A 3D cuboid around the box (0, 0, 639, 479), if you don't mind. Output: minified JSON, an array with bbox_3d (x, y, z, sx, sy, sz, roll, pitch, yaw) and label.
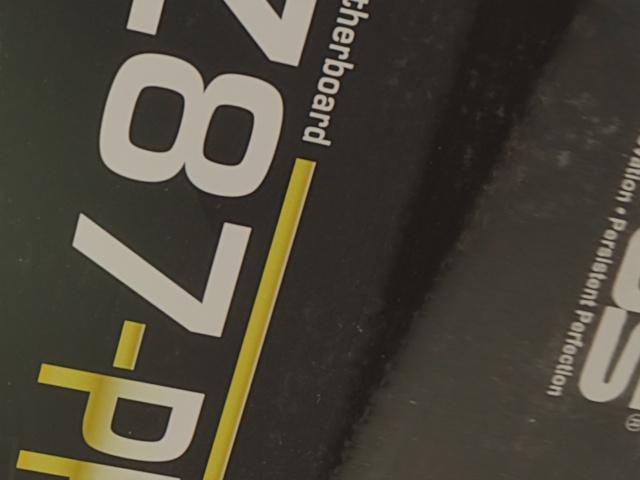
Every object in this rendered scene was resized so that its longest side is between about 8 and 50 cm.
[{"bbox_3d":[-0.082,0.061,0.501,0.318,0.394,0.097,12,22,-14],"label":"box"}]
